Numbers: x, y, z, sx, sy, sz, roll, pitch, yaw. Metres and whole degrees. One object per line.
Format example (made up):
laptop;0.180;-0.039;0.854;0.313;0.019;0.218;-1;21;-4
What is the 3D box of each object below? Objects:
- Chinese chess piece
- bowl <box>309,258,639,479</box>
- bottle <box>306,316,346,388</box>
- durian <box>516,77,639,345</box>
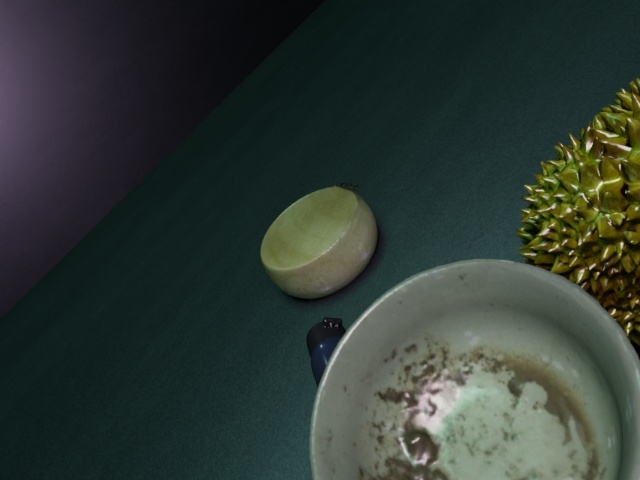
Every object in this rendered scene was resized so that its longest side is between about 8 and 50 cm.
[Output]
Chinese chess piece;0.000;0.000;0.863;0.237;0.092;0.238;-26;34;19
bowl;0.145;0.173;0.423;0.289;0.146;0.290;-27;38;23
bottle;0.035;0.203;0.605;0.072;0.082;0.244;4;30;-18
durian;0.321;-0.020;0.440;0.291;0.291;0.225;-33;73;8
